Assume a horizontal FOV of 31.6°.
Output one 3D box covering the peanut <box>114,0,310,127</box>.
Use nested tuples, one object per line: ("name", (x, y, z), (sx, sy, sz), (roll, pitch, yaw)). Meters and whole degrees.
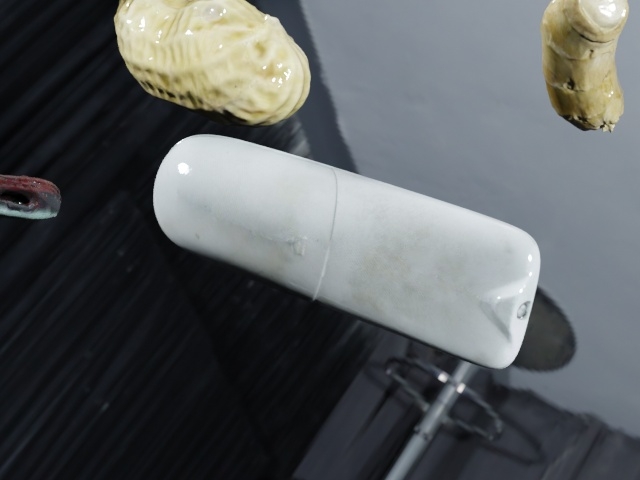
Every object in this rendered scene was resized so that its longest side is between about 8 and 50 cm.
("peanut", (-0.143, -0.231, 1.360), (0.325, 0.140, 0.153), (34, 128, 36))

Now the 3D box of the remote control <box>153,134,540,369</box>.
("remote control", (0.000, 0.000, 0.579), (0.229, 0.044, 0.073), (20, 103, 30))

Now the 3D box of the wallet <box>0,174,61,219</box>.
("wallet", (-0.280, -0.036, 0.600), (0.255, 0.031, 0.137), (5, 174, 16))

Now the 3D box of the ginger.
("ginger", (0.259, -0.184, 1.109), (0.095, 0.069, 0.190), (13, 138, 30))
